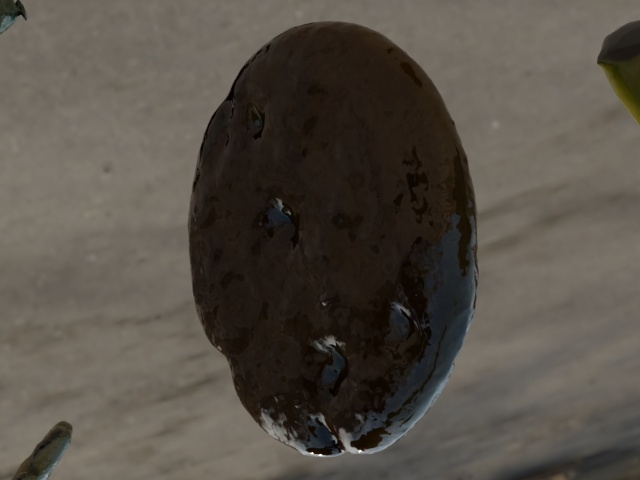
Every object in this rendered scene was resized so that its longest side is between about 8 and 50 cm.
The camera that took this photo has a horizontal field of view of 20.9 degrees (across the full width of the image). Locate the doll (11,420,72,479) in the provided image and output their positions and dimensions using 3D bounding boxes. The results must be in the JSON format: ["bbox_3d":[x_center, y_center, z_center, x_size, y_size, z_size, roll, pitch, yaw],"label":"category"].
[{"bbox_3d":[-0.197,0.158,1.125,0.051,0.093,0.061,18,-176,-1],"label":"doll"}]

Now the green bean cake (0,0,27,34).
[{"bbox_3d":[-0.402,-0.235,1.420,0.247,0.250,0.156,-25,150,2],"label":"green bean cake"}]

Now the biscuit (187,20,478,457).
[{"bbox_3d":[0.000,0.000,0.832,0.036,0.212,0.212,-5,162,-38],"label":"biscuit"}]

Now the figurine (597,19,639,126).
[{"bbox_3d":[0.231,-0.052,0.634,0.218,0.169,0.327,24,154,-2],"label":"figurine"}]
